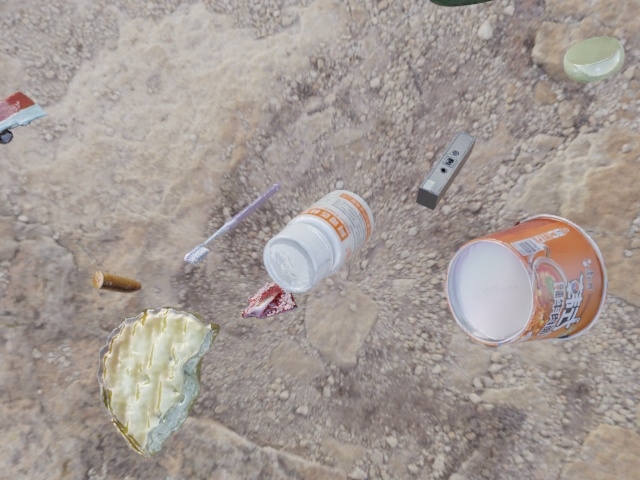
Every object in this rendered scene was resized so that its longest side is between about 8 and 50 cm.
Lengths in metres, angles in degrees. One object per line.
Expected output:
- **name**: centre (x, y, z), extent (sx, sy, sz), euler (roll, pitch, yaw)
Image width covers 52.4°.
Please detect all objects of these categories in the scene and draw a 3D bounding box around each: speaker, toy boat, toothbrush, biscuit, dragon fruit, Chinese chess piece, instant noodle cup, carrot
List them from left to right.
- **toy boat**: centre (-0.863, -0.259, 1.689), extent (0.332, 0.145, 0.133), euler (-44, 117, -25)
- **carrot**: centre (-0.516, 0.113, 1.665), extent (0.048, 0.139, 0.048), euler (-9, 72, 31)
- **biscuit**: centre (-0.360, 0.301, 1.497), extent (0.335, 0.078, 0.329), euler (-30, 68, 11)
- **toothbrush**: centre (-0.194, -0.045, 1.528), extent (0.029, 0.024, 0.354), euler (25, 43, 20)
- **dragon fruit**: centre (-0.120, 0.129, 1.444), extent (0.131, 0.097, 0.063), euler (-14, 101, -19)
- **speaker**: centre (0.245, -0.139, 1.260), extent (0.040, 0.046, 0.191), euler (27, 54, 16)
- **instant noodle cup**: centre (0.369, 0.080, 1.209), extent (0.192, 0.250, 0.250), euler (-6, 84, -38)
- **Chinese chess piece**: centre (0.405, -0.267, 0.965), extent (0.084, 0.084, 0.034), euler (-28, 126, 0)

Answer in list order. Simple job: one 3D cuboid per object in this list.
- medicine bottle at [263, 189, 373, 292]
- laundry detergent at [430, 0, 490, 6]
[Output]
- **medicine bottle**: centre (0.000, 0.000, 1.346), extent (0.145, 0.252, 0.144), euler (16, 124, 25)
- **laundry detergent**: centre (0.138, -0.321, 0.580), extent (0.137, 0.063, 0.210), euler (-10, 76, 26)
